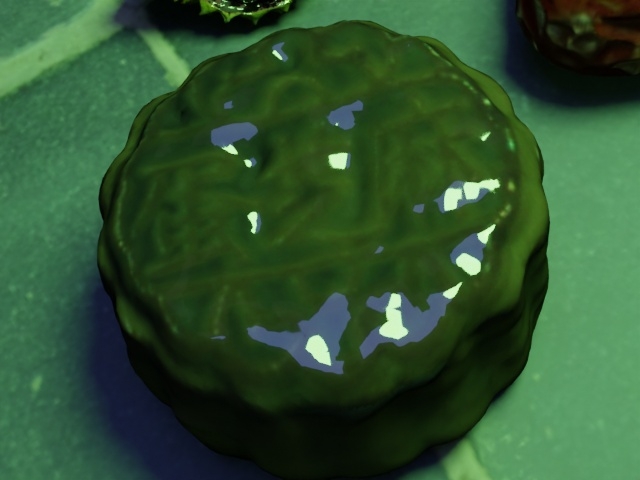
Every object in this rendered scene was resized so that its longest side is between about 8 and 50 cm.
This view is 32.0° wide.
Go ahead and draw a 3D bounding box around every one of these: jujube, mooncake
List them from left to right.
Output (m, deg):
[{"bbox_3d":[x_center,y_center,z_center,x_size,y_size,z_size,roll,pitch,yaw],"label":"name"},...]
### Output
[{"bbox_3d":[0.000,0.000,0.704,0.290,0.161,0.290,-4,61,7],"label":"mooncake"},{"bbox_3d":[0.249,-0.195,0.779,0.230,0.155,0.155,-5,63,3],"label":"jujube"}]

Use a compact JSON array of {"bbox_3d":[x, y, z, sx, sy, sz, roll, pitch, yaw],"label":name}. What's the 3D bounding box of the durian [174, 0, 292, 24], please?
[{"bbox_3d":[-0.061,-0.223,0.879,0.187,0.119,0.108,-36,102,1],"label":"durian"}]
